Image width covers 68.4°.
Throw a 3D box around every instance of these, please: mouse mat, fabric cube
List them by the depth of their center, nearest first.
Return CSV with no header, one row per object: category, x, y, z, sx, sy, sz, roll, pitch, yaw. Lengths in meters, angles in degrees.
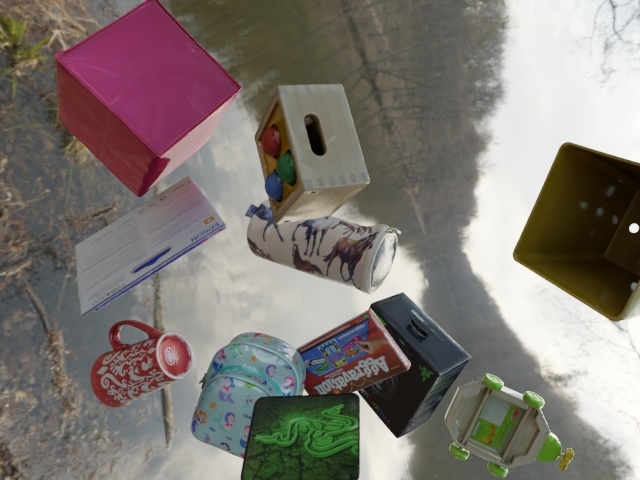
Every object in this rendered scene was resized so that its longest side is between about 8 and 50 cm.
mouse mat,-0.029,0.319,0.767,0.152,0.190,0.007,-85,166,-50
fabric cube,-0.375,-0.295,1.013,0.259,0.258,0.254,46,62,-11

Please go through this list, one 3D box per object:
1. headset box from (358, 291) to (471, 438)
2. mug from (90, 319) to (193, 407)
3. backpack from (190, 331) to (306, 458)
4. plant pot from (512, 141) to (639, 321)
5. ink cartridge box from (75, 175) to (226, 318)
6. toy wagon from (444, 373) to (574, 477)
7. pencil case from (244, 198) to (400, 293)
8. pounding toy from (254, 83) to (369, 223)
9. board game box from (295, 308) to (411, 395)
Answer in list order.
headset box,0.210,0.310,1.213,0.131,0.283,0.246,-12,45,-39
mug,-0.345,0.228,0.895,0.150,0.169,0.113,59,26,-15
backpack,-0.153,0.339,1.039,0.191,0.225,0.253,9,100,-81
plant pot,0.480,-0.011,0.740,0.212,0.187,0.212,48,-54,57
ink cartridge box,-0.379,0.012,1.047,0.330,0.324,0.071,44,-16,52
toy wagon,0.544,0.551,1.363,0.068,0.344,0.267,-37,148,-73
pencil case,0.000,0.000,1.192,0.160,0.410,0.183,-7,110,-56
pounding toy,-0.042,-0.117,0.618,0.206,0.094,0.181,143,-65,-65
board game box,0.047,0.267,1.040,0.145,0.281,0.027,53,36,-1
